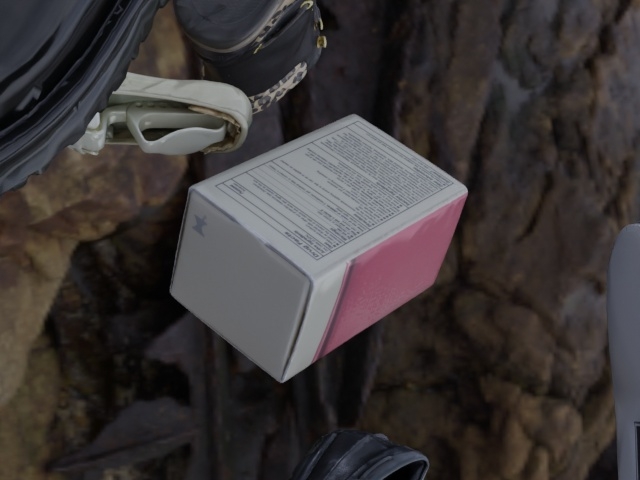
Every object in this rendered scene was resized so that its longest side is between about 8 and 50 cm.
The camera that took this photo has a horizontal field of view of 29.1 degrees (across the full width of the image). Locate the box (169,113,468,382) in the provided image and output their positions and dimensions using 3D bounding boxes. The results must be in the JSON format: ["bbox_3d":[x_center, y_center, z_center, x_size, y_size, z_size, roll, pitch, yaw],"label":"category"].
[{"bbox_3d":[0.000,0.000,1.125,0.232,0.148,0.127,-29,146,-43],"label":"box"}]

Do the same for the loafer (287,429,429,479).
[{"bbox_3d":[-0.003,0.199,0.732,0.223,0.078,0.076,-55,133,-43],"label":"loafer"}]

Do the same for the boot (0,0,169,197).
[{"bbox_3d":[-0.118,-0.193,0.444,0.348,0.131,0.260,-56,161,-30],"label":"boot"}]

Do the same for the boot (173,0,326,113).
[{"bbox_3d":[-0.026,-0.321,1.436,0.138,0.284,0.377,33,75,7],"label":"boot"}]

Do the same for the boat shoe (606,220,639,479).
[{"bbox_3d":[0.195,0.139,0.562,0.102,0.108,0.301,-2,84,-6],"label":"boat shoe"}]

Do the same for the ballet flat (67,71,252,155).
[{"bbox_3d":[-0.183,-0.115,1.140,0.248,0.086,0.086,1,80,-13],"label":"ballet flat"}]
